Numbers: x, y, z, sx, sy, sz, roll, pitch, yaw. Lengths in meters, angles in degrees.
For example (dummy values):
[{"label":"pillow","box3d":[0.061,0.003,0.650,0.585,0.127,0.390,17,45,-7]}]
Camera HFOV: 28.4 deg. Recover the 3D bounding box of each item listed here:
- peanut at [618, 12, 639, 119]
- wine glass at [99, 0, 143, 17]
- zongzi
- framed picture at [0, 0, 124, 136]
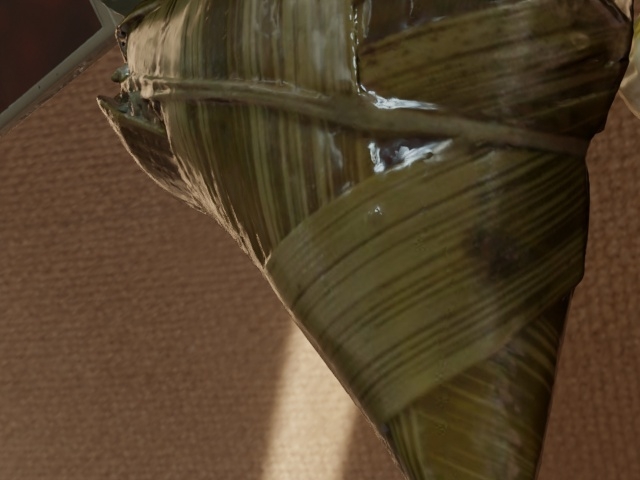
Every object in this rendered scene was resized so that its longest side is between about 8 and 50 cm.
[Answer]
[{"label":"peanut","box3d":[0.225,-0.118,0.684,0.087,0.087,0.207,41,159,3]},{"label":"wine glass","box3d":[-0.026,-0.202,0.636,0.231,0.103,0.103,-27,96,21]},{"label":"zongzi","box3d":[0.000,0.000,0.532,0.286,0.134,0.288,-16,68,53]},{"label":"framed picture","box3d":[-0.303,-0.268,1.180,0.211,0.020,0.289,-30,83,37]}]
